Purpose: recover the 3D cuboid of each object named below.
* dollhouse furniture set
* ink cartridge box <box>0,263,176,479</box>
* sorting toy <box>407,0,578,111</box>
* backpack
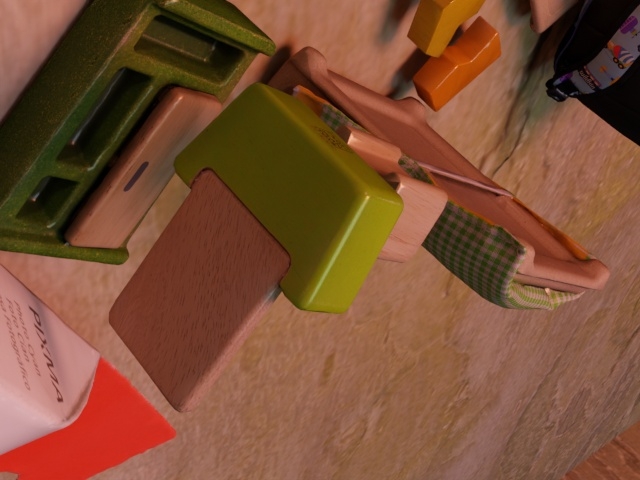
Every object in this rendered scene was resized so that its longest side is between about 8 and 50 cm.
[{"bbox_3d":[0.000,0.000,0.583,0.151,0.197,0.301,-52,151,16],"label":"dollhouse furniture set"},{"bbox_3d":[-0.248,0.130,0.483,0.308,0.091,0.385,-25,151,-1],"label":"ink cartridge box"},{"bbox_3d":[0.163,-0.224,0.659,0.307,0.041,0.229,-41,158,-2],"label":"sorting toy"},{"bbox_3d":[0.257,-0.138,0.745,0.117,0.158,0.173,-48,168,-15],"label":"backpack"}]
